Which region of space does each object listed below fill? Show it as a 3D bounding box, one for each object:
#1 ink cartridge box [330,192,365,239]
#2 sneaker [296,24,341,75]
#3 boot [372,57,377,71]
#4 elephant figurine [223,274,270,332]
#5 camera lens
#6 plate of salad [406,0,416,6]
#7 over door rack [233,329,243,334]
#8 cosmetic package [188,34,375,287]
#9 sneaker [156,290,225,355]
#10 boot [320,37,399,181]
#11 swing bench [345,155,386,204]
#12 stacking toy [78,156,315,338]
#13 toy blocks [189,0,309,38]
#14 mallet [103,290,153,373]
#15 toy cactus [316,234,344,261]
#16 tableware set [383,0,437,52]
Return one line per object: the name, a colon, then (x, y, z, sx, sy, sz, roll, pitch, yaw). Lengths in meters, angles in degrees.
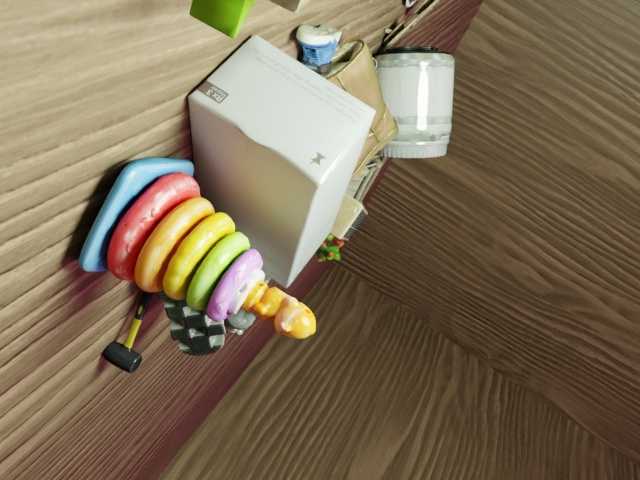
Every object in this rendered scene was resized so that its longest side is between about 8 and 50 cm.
ink cartridge box: (-0.021, -0.096, 1.185, 0.088, 0.234, 0.193, -56, 172, 2)
sneaker: (-0.010, -0.320, 0.959, 0.152, 0.058, 0.085, -57, 169, -63)
boot: (0.101, -0.372, 1.322, 0.123, 0.095, 0.258, -52, 175, 28)
elephant figurine: (-0.177, 0.073, 1.268, 0.239, 0.169, 0.186, -52, -162, -29)
camera lens: (0.241, -0.368, 1.491, 0.219, 0.219, 0.275, -39, 131, -68)
plate of salad: (0.275, -0.667, 1.381, 0.200, 0.048, 0.200, -56, 174, -9)
over door rack: (-0.197, 0.131, 1.532, 0.240, 0.108, 0.324, -60, 172, 33)
cosmetic package: (-0.076, -0.099, 0.894, 0.156, 0.217, 0.385, -52, 174, -27)
sneaker: (-0.225, 0.041, 0.966, 0.146, 0.122, 0.331, -99, -168, -47)
boot: (0.043, -0.262, 1.201, 0.236, 0.089, 0.269, -46, 146, -1)
swing bench: (0.054, -0.172, 1.642, 0.255, 0.165, 0.253, -49, 170, -46)
stacking toy: (-0.134, 0.036, 0.724, 0.166, 0.301, 0.175, -59, 174, 16)
toy blocks: (0.021, -0.394, 0.505, 0.381, 0.190, 0.261, -61, -177, 39)
mallet: (-0.331, 0.139, 0.984, 0.039, 0.062, 0.190, -33, 141, -76)
toy cactus: (0.000, 0.000, 1.976, 0.112, 0.180, 0.219, -55, 173, -12)
tableware set: (0.233, -0.579, 1.456, 0.194, 0.039, 0.128, -43, -173, -4)
